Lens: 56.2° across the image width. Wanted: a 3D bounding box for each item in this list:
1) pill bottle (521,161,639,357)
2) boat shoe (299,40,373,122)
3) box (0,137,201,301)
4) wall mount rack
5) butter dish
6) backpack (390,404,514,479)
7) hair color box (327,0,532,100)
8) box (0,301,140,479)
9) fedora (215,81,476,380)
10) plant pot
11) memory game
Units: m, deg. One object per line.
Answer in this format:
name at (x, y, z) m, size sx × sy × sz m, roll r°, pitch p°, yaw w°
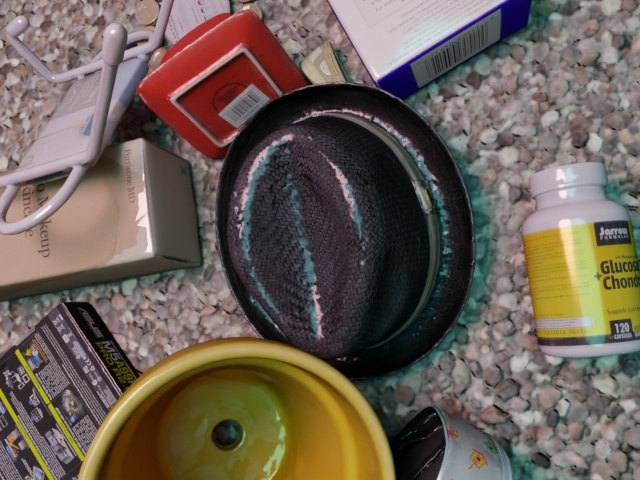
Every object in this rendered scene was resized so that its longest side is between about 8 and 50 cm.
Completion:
pill bottle at (0.260, 0.020, 0.600) m, size 0.103 × 0.103 × 0.184 m, roll -8°, pitch 83°, yaw 14°
boat shoe at (0.036, -0.170, 0.705) m, size 0.048 × 0.056 × 0.153 m, roll -41°, pitch 69°, yaw 12°
box at (-0.319, -0.016, 0.746) m, size 0.311 × 0.121 × 0.148 m, roll -12°, pitch 80°, yaw 13°
wall mount rack at (-0.252, -0.182, 0.638) m, size 0.304 × 0.130 × 0.350 m, roll -11°, pitch 47°, yaw 25°
butter dish at (-0.120, -0.202, 0.715) m, size 0.160 × 0.160 × 0.118 m, roll -33°, pitch 54°, yaw 10°
backpack at (0.113, 0.266, 0.584) m, size 0.144 × 0.166 × 0.188 m, roll 22°, pitch 92°, yaw 0°
hair color box at (0.071, -0.349, 0.687) m, size 0.185 × 0.110 × 0.339 m, roll -29°, pitch 80°, yaw 11°
box at (-0.312, 0.246, 0.750) m, size 0.216 × 0.060 × 0.270 m, roll -42°, pitch 76°, yaw 8°
fedora at (0.000, 0.000, 0.617) m, size 0.334 × 0.152 × 0.334 m, roll 2°, pitch 97°, yaw 18°
plant pot at (-0.085, 0.213, 0.577) m, size 0.254 × 0.239 × 0.254 m, roll 1°, pitch 86°, yaw -13°
memory game at (-0.162, -0.295, 0.791) m, size 0.186 × 0.012 × 0.186 m, roll -1°, pitch 85°, yaw 14°
